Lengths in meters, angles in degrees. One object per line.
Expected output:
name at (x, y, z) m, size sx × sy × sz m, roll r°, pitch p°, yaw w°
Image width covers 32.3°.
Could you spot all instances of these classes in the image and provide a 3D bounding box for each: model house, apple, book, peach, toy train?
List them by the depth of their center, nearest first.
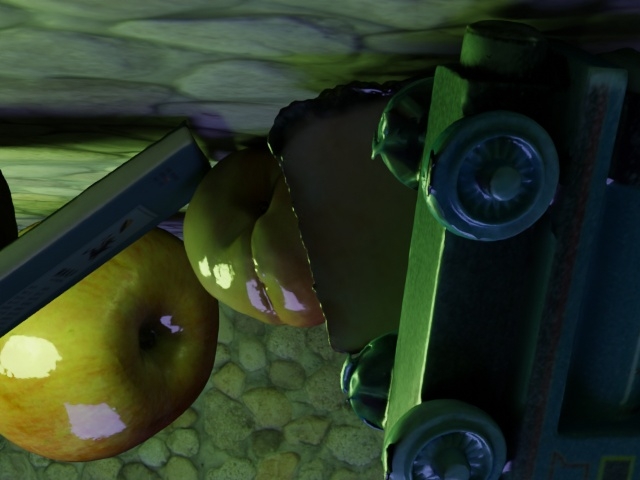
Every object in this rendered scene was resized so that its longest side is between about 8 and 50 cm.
toy train at (0.124, 0.030, 0.625) m, size 0.194 × 0.298 × 0.120 m, roll 2°, pitch -160°, yaw -12°
model house at (0.075, -0.039, 0.755) m, size 0.183 × 0.166 × 0.172 m, roll -14°, pitch -171°, yaw 7°
book at (-0.256, 0.030, 1.002) m, size 0.379 × 0.031 × 0.264 m, roll -36°, pitch 178°, yaw -4°
peach at (-0.031, -0.004, 1.026) m, size 0.184 × 0.184 × 0.184 m, roll 1°, pitch 176°, yaw 0°
apple at (-0.343, 0.142, 1.685) m, size 0.391 × 0.391 × 0.346 m, roll 5°, pitch 176°, yaw -41°

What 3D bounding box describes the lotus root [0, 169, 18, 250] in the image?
lotus root at (-0.367, -0.035, 0.974) m, size 0.188 × 0.199 × 0.180 m, roll -42°, pitch 173°, yaw -34°
